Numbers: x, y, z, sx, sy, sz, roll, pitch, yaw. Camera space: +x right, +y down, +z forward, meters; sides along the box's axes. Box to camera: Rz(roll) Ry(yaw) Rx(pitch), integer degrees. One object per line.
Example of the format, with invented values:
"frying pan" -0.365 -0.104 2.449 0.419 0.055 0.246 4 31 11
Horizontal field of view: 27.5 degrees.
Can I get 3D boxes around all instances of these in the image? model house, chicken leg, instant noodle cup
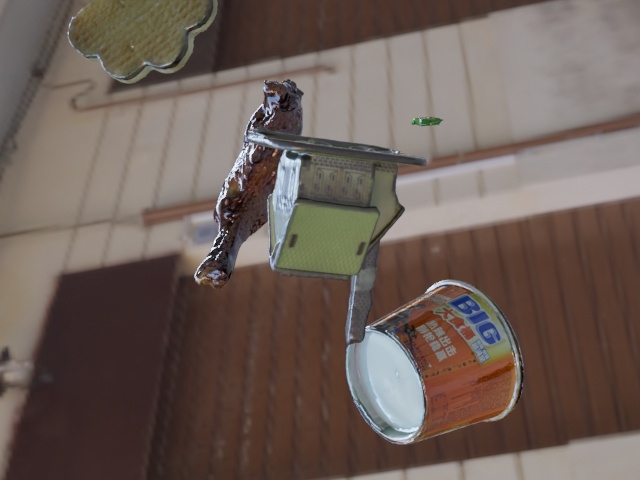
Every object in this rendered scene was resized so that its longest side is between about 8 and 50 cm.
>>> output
"model house" 0.000 0.000 1.751 0.205 0.218 0.278 -155 73 -73
"chicken leg" -0.105 -0.076 2.008 0.158 0.096 0.407 115 176 -57
"instant noodle cup" 0.199 0.236 2.421 0.296 0.214 0.296 28 126 45

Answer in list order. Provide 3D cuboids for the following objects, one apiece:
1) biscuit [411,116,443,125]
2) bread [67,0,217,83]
"biscuit" 0.197 -0.221 2.426 0.089 0.046 0.016 -127 31 -80
"bread" -0.293 -0.377 2.262 0.207 0.286 0.056 62 -168 15
